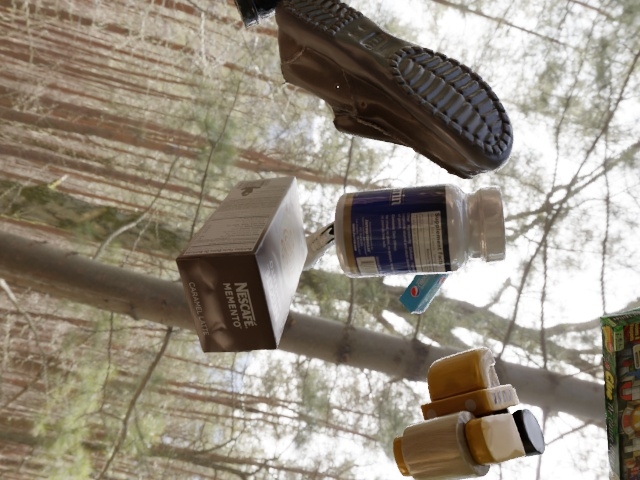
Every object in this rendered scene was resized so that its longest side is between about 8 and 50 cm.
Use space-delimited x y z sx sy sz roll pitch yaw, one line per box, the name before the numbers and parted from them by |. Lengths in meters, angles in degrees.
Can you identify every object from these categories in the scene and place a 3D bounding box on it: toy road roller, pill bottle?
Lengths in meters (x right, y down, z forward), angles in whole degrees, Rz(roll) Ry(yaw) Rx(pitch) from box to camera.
toy road roller | 0.301 0.361 0.993 0.203 0.330 0.240 -32 -120 35
pill bottle | 0.167 -0.017 0.784 0.153 0.265 0.153 -4 90 -74

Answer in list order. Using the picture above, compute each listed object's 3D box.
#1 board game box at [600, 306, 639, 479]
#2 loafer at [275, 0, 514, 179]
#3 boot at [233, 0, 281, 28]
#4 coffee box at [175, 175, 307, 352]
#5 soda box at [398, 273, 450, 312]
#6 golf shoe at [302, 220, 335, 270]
board game box | 0.398 0.188 0.530 0.030 0.136 0.259 -106 -179 -71
loafer | 0.088 -0.195 0.628 0.134 0.366 0.130 -37 160 -33
boot | -0.063 -0.467 0.691 0.094 0.207 0.246 -130 -163 -79
coffee box | -0.091 0.021 0.640 0.246 0.099 0.141 -75 159 -60
soda box | 0.347 0.137 1.507 0.071 0.067 0.210 48 -62 38
golf shoe | 0.000 0.000 1.013 0.176 0.069 0.086 -37 170 -9
